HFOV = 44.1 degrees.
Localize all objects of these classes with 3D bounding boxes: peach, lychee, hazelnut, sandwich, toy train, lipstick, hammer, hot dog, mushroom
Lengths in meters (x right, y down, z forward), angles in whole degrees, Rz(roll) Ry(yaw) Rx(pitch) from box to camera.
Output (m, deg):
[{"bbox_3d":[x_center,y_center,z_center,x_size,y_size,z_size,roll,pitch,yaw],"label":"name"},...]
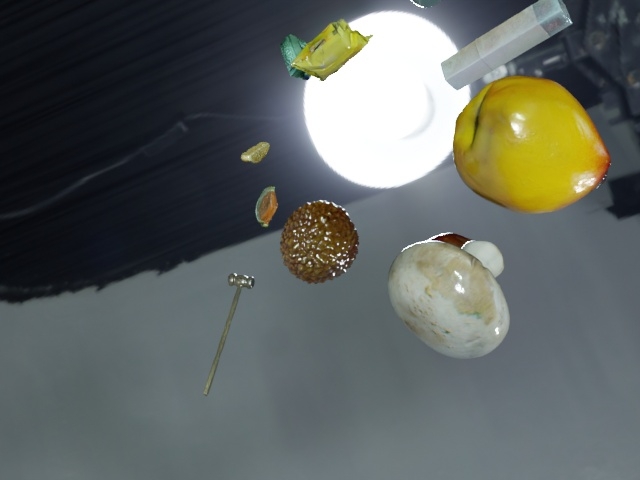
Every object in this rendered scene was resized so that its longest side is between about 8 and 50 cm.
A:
[{"bbox_3d":[0.448,-0.195,1.704,0.307,0.289,0.289,22,21,-13],"label":"peach"},{"bbox_3d":[0.000,0.000,1.865,0.238,0.200,0.200,-45,117,-46],"label":"lychee"},{"bbox_3d":[0.335,0.069,2.050,0.204,0.178,0.178,16,46,-45],"label":"hazelnut"},{"bbox_3d":[-0.135,-0.091,1.998,0.026,0.101,0.069,6,37,-34],"label":"sandwich"},{"bbox_3d":[-0.075,-0.581,2.506,0.099,0.070,0.172,14,46,-41],"label":"toy train"},{"bbox_3d":[0.517,-0.556,2.232,0.079,0.371,0.076,25,46,-45],"label":"lipstick"},{"bbox_3d":[-0.211,0.203,1.730,0.029,0.058,0.292,73,28,-56],"label":"hammer"},{"bbox_3d":[-0.152,-0.202,1.870,0.090,0.030,0.034,-41,132,-46],"label":"hot dog"},{"bbox_3d":[0.254,0.085,1.456,0.243,0.243,0.244,-22,90,-83],"label":"mushroom"}]

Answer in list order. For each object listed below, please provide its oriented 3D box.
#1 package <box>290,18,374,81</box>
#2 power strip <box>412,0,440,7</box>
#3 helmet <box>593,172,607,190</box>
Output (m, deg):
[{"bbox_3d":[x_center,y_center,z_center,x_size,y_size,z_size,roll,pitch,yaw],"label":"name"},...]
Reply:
[{"bbox_3d":[0.033,-0.541,2.254,0.168,0.226,0.090,9,54,-53],"label":"package"},{"bbox_3d":[0.285,-0.663,1.983,0.054,0.168,0.253,41,43,17],"label":"power strip"},{"bbox_3d":[0.685,-0.172,2.009,0.070,0.098,0.123,15,80,-49],"label":"helmet"}]
